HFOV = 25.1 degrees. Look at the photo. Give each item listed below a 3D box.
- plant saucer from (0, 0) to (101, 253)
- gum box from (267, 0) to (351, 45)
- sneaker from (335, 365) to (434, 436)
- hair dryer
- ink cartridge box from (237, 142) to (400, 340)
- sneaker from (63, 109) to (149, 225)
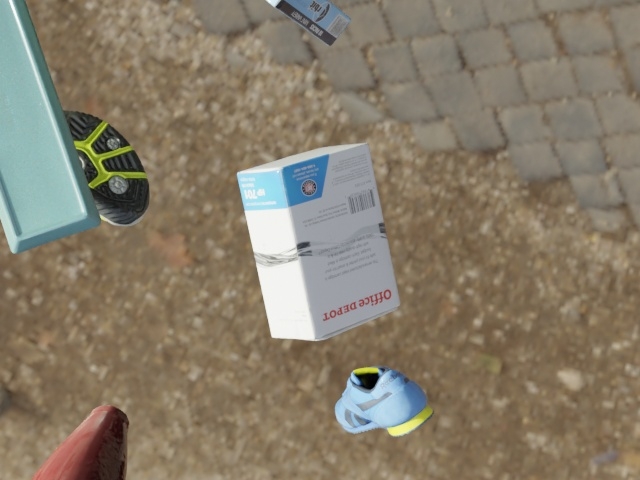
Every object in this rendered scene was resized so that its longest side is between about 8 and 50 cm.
[{"bbox_3d":[-0.217,-0.091,1.018,0.067,0.192,0.018,-19,174,-5],"label":"plant saucer"},{"bbox_3d":[-0.068,-0.289,1.498,0.184,0.041,0.157,42,-171,21],"label":"gum box"},{"bbox_3d":[0.059,0.174,1.648,0.082,0.069,0.209,56,161,-6],"label":"sneaker"},{"bbox_3d":[-0.157,0.263,1.176,0.080,0.293,0.224,-38,147,24],"label":"hair dryer"},{"bbox_3d":[0.000,0.000,1.580,0.082,0.140,0.190,-1,104,47],"label":"ink cartridge box"},{"bbox_3d":[-0.448,-0.143,2.406,0.385,0.145,0.147,35,148,8],"label":"sneaker"}]
